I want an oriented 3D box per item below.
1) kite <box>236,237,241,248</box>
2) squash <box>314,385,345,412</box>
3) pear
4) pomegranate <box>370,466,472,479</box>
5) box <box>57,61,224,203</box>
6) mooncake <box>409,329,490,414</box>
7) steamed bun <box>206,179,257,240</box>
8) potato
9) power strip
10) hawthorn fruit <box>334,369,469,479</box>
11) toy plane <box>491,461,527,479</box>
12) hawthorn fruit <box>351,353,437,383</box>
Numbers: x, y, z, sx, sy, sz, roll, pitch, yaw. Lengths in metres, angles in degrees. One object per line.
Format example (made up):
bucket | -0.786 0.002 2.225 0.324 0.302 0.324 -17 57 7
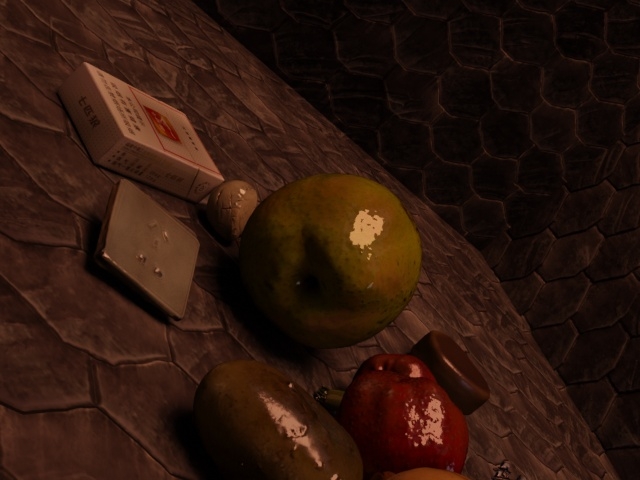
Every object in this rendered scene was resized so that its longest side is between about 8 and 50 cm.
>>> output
kite | -0.166 0.002 2.100 0.222 0.008 0.125 48 16 -5
squash | 0.077 0.326 1.820 0.183 0.052 0.052 14 15 7
pear | 0.011 0.042 1.871 0.391 0.391 0.391 44 16 -17
pomegranate | 0.160 0.492 1.386 0.307 0.307 0.307 44 16 -17
box | -0.364 -0.214 1.917 0.210 0.095 0.330 58 16 27
mooncake | 0.327 0.347 2.429 0.235 0.117 0.235 42 18 -17
steamed bun | -0.198 -0.069 1.999 0.091 0.130 0.112 21 24 18
potato | -0.063 0.305 1.376 0.307 0.173 0.210 45 18 -7
power strip | -0.304 0.022 1.579 0.198 0.064 0.213 42 30 -29
hawthorn fruit | 0.126 0.381 1.635 0.254 0.254 0.300 44 44 -18
toy plane | 0.406 0.590 2.147 0.246 0.078 0.169 26 55 -49
hawthorn fruit | 0.162 0.325 1.941 0.179 0.179 0.200 58 9 29
